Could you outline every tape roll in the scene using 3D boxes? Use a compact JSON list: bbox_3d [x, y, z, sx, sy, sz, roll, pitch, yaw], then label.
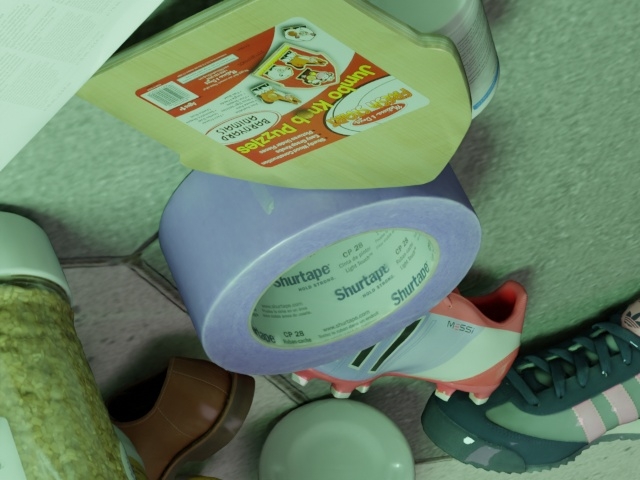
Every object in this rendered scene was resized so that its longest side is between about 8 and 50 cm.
[{"bbox_3d":[0.000,0.000,1.148,0.189,0.080,0.189,-20,153,-11],"label":"tape roll"}]

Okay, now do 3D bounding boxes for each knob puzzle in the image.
[{"bbox_3d":[-0.004,-0.079,0.986,0.213,0.030,0.213,2,153,1],"label":"knob puzzle"}]

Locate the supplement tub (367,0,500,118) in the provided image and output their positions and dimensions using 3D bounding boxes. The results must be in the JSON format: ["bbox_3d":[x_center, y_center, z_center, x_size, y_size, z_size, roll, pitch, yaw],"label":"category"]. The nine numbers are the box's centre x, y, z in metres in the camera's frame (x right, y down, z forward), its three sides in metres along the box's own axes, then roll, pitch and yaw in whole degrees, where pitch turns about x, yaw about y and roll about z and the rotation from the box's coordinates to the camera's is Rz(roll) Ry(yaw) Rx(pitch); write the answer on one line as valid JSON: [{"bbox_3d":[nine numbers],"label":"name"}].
[{"bbox_3d":[0.058,-0.113,1.010,0.071,0.071,0.107,-26,152,1],"label":"supplement tub"}]

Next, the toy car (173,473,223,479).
[{"bbox_3d":[-0.126,0.264,1.527,0.239,0.053,0.225,-35,151,18],"label":"toy car"}]

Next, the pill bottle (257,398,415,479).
[{"bbox_3d":[0.013,0.228,1.502,0.124,0.124,0.221,-20,151,-11],"label":"pill bottle"}]

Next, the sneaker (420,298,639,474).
[{"bbox_3d":[0.225,0.100,1.506,0.319,0.112,0.131,-9,131,-34],"label":"sneaker"}]

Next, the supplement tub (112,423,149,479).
[{"bbox_3d":[-0.192,0.245,1.155,0.228,0.316,0.228,-20,152,-11],"label":"supplement tub"}]

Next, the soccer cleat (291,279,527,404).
[{"bbox_3d":[0.050,0.059,1.313,0.248,0.083,0.095,11,106,-42],"label":"soccer cleat"}]

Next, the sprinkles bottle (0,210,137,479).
[{"bbox_3d":[-0.150,0.156,0.995,0.121,0.355,0.121,-20,152,-11],"label":"sprinkles bottle"}]

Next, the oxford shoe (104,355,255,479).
[{"bbox_3d":[-0.132,0.142,1.317,0.076,0.076,0.212,27,131,-20],"label":"oxford shoe"}]

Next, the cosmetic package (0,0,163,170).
[{"bbox_3d":[-0.137,-0.119,0.849,0.239,0.060,0.099,-41,150,27],"label":"cosmetic package"}]
